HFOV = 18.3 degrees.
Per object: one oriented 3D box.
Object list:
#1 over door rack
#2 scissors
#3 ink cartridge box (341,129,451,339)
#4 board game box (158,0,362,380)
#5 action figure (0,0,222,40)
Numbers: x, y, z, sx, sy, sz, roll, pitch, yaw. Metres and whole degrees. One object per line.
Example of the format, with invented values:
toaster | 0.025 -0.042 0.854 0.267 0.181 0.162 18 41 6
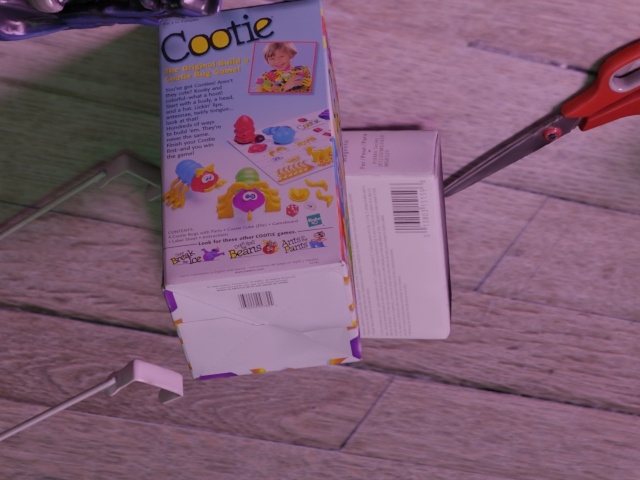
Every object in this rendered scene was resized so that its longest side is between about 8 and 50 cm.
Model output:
over door rack | -0.290 0.066 1.797 0.324 0.239 0.108 -20 146 22
scissors | 0.218 -0.113 1.780 0.297 0.021 0.109 -19 144 21
ink cartridge box | 0.000 0.000 1.881 0.239 0.060 0.275 1 145 7
board game box | -0.051 -0.044 1.630 0.144 0.275 0.142 -7 144 4
action figure | -0.206 -0.244 1.392 0.341 0.178 0.330 5 166 39
